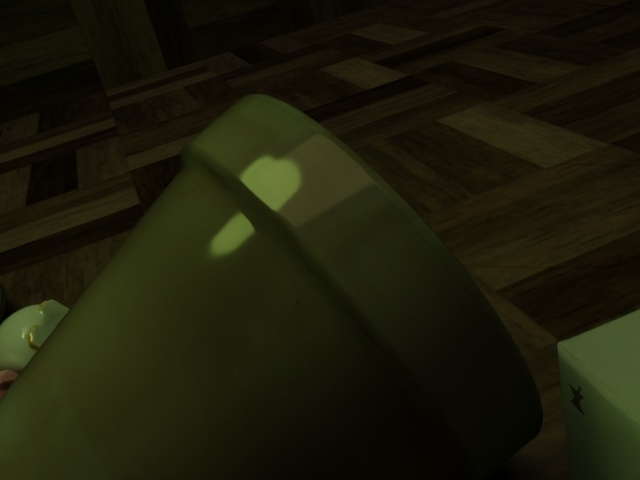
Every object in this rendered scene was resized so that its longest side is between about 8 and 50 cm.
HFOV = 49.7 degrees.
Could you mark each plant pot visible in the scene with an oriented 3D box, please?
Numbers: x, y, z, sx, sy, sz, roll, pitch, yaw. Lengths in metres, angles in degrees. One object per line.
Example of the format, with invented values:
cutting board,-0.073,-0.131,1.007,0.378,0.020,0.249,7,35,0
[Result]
plant pot,-0.060,0.108,0.494,0.280,0.323,0.323,-41,32,-12

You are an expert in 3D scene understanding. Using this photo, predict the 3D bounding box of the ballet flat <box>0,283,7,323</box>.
ballet flat,-0.505,0.088,1.008,0.084,0.058,0.250,-32,35,-23

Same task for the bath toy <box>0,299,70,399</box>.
bath toy,-0.327,0.186,0.630,0.129,0.151,0.348,-41,18,25

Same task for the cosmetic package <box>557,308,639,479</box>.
cosmetic package,0.365,0.099,0.404,0.385,0.156,0.217,-21,27,-9
